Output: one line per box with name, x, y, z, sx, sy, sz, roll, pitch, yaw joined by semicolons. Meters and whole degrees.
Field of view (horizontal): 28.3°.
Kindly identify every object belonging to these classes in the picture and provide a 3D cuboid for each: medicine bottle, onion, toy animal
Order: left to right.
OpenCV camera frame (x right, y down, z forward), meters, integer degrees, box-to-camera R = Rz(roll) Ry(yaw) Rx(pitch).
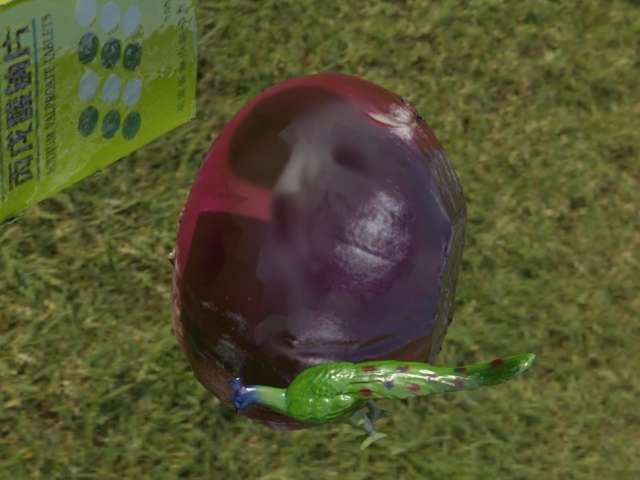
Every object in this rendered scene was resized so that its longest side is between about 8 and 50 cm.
medicine bottle;-0.195;-0.117;0.767;0.250;0.141;0.137;-39;144;-51
onion;0.000;0.000;1.193;0.282;0.260;0.337;25;67;16
toy animal;0.047;0.110;0.882;0.075;0.217;0.041;66;25;-44
